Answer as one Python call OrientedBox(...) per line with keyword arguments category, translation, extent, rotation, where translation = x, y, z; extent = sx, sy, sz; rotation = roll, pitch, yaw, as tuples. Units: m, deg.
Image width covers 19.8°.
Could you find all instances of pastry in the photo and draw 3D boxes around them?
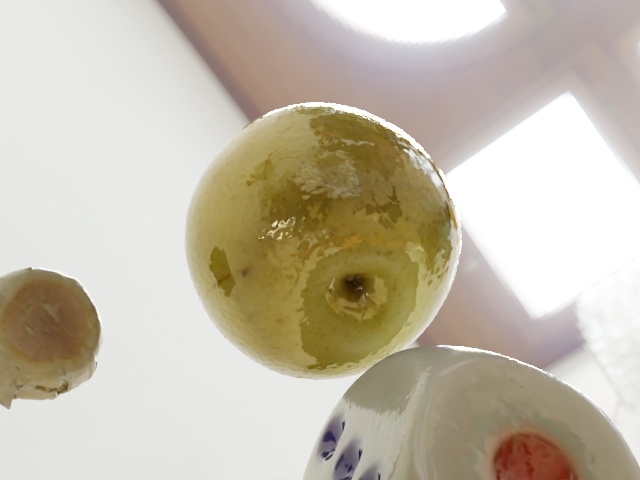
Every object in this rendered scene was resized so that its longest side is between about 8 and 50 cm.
OrientedBox(category="pastry", translation=(-0.333, 0.110, 2.125), extent=(0.166, 0.088, 0.166), rotation=(10, -120, -17))

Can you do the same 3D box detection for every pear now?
OrientedBox(category="pear", translation=(0.000, 0.000, 2.212), extent=(0.348, 0.348, 0.348), rotation=(44, -155, -26))

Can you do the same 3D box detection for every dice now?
OrientedBox(category="dice", translation=(0.160, 0.308, 2.040), extent=(0.304, 0.304, 0.277), rotation=(24, -124, -16))
